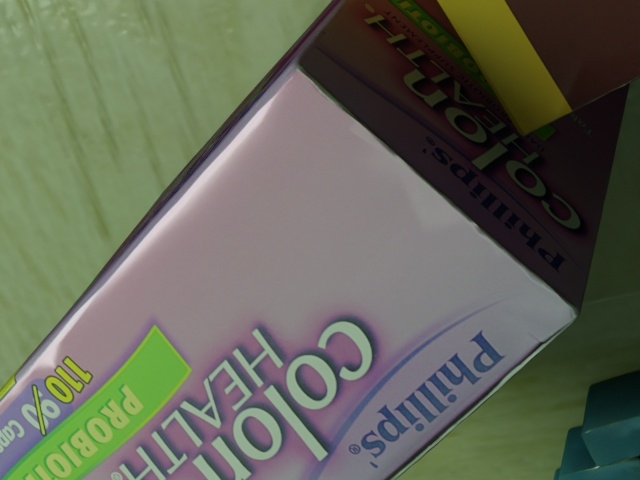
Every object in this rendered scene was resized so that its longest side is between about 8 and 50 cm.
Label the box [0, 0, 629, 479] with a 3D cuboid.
[{"bbox_3d":[0.000,0.000,0.600,0.117,0.243,0.213,41,120,-7],"label":"box"}]

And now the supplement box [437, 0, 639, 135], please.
[{"bbox_3d":[0.130,-0.163,0.511,0.194,0.191,0.129,-26,106,26],"label":"supplement box"}]

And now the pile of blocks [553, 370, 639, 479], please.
[{"bbox_3d":[0.146,0.176,0.722,0.149,0.112,0.362,16,118,7],"label":"pile of blocks"}]
